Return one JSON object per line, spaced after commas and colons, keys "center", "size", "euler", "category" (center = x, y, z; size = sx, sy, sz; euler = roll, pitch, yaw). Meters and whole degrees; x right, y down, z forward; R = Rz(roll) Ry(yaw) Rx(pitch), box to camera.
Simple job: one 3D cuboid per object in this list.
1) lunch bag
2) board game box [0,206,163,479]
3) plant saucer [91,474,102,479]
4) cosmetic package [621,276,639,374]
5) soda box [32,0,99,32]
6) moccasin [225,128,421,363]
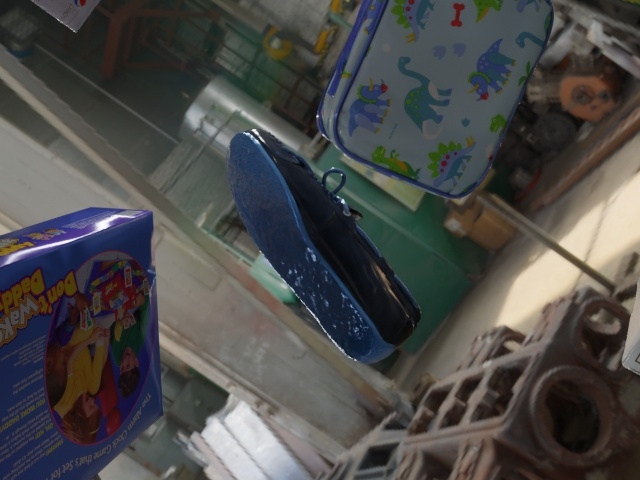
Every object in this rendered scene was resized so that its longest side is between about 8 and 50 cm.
{"center": [0.104, -0.165, 0.712], "size": [0.090, 0.176, 0.219], "euler": [-125, 56, -71], "category": "lunch bag"}
{"center": [-0.259, 0.117, 0.648], "size": [0.347, 0.078, 0.234], "euler": [-36, -52, -69], "category": "board game box"}
{"center": [-0.386, 0.375, 0.826], "size": [0.401, 0.400, 0.100], "euler": [-55, -16, -3], "category": "plant saucer"}
{"center": [0.228, 0.041, 0.401], "size": [0.061, 0.098, 0.239], "euler": [-63, -18, 17], "category": "cosmetic package"}
{"center": [-0.292, -0.297, 0.787], "size": [0.069, 0.074, 0.216], "euler": [-50, 42, 7], "category": "soda box"}
{"center": [0.000, 0.000, 0.971], "size": [0.116, 0.342, 0.137], "euler": [-26, -10, -38], "category": "moccasin"}
